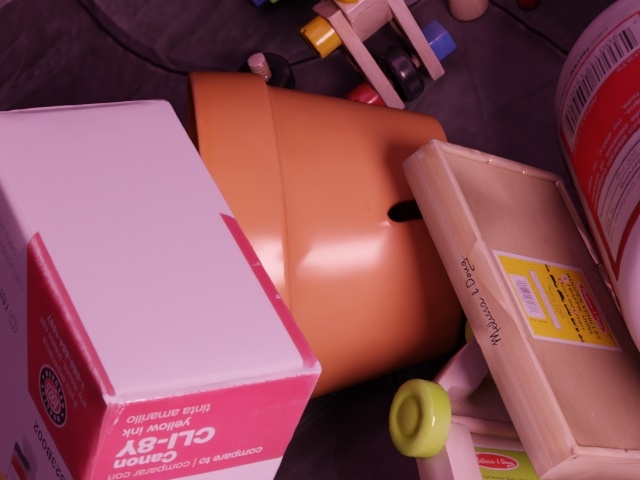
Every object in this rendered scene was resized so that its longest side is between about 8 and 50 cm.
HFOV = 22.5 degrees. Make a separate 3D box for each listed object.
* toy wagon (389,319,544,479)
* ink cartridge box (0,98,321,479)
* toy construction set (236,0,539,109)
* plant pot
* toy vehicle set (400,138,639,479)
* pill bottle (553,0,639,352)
[{"bbox_3d":[0.174,0.164,1.193,0.267,0.068,0.344,11,48,-31],"label":"toy wagon"},{"bbox_3d":[-0.175,0.132,1.194,0.160,0.384,0.279,-8,48,-31],"label":"ink cartridge box"},{"bbox_3d":[0.035,-0.270,1.490,0.309,0.237,0.257,-14,56,6],"label":"toy construction set"},{"bbox_3d":[0.000,0.000,1.323,0.203,0.291,0.291,-5,56,-6],"label":"plant pot"},{"bbox_3d":[0.168,0.053,1.182,0.035,0.166,0.267,-41,56,31],"label":"toy vehicle set"},{"bbox_3d":[0.314,-0.020,1.177,0.229,0.229,0.407,-16,31,6],"label":"pill bottle"}]
